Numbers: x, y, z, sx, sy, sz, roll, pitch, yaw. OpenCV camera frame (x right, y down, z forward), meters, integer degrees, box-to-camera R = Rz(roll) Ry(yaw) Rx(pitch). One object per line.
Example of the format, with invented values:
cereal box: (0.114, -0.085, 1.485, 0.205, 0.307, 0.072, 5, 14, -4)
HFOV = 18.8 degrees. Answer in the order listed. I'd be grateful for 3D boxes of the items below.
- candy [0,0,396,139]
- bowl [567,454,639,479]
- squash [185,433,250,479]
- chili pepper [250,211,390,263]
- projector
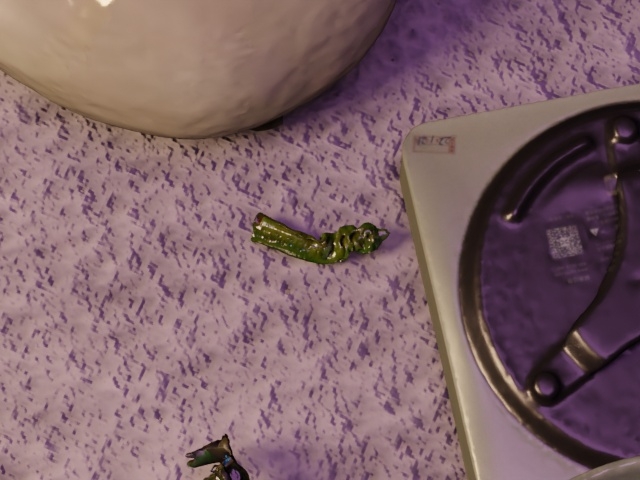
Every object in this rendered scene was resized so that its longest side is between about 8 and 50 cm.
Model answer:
candy: (-0.131, -0.279, 1.167, 0.426, 0.186, 0.386, 20, 75, 9)
bowl: (0.194, 0.269, 0.993, 0.307, 0.163, 0.307, 0, 71, -1)
squash: (-0.007, 0.257, 1.032, 0.087, 0.087, 0.332, -22, 74, -9)
chili pepper: (0.000, 0.000, 1.153, 0.083, 0.022, 0.027, 4, 72, 4)
projector: (0.194, 0.033, 1.117, 0.257, 0.079, 0.259, -11, 70, -5)
